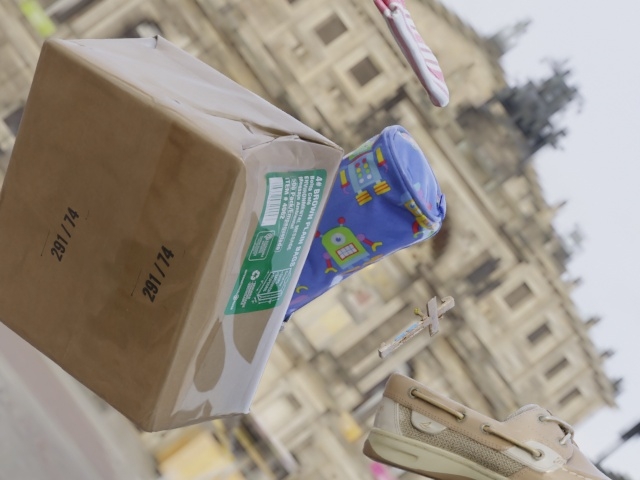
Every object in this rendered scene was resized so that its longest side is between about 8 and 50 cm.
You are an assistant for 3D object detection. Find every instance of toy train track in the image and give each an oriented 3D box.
[{"bbox_3d":[0.080,0.072,1.405,0.014,0.083,0.048,39,-26,34],"label":"toy train track"}]

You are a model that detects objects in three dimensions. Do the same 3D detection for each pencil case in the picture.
[{"bbox_3d":[0.000,0.000,1.822,0.133,0.306,0.119,50,23,-17],"label":"pencil case"}]

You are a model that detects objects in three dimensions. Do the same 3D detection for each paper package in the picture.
[{"bbox_3d":[-0.175,-0.012,1.695,0.309,0.325,0.168,33,24,29],"label":"paper package"}]

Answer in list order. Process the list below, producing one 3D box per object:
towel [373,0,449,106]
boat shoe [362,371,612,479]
[{"bbox_3d":[0.061,-0.229,1.496,0.144,0.029,0.197,50,14,-54],"label":"towel"},{"bbox_3d":[0.215,0.224,1.714,0.341,0.110,0.121,16,-9,15],"label":"boat shoe"}]
